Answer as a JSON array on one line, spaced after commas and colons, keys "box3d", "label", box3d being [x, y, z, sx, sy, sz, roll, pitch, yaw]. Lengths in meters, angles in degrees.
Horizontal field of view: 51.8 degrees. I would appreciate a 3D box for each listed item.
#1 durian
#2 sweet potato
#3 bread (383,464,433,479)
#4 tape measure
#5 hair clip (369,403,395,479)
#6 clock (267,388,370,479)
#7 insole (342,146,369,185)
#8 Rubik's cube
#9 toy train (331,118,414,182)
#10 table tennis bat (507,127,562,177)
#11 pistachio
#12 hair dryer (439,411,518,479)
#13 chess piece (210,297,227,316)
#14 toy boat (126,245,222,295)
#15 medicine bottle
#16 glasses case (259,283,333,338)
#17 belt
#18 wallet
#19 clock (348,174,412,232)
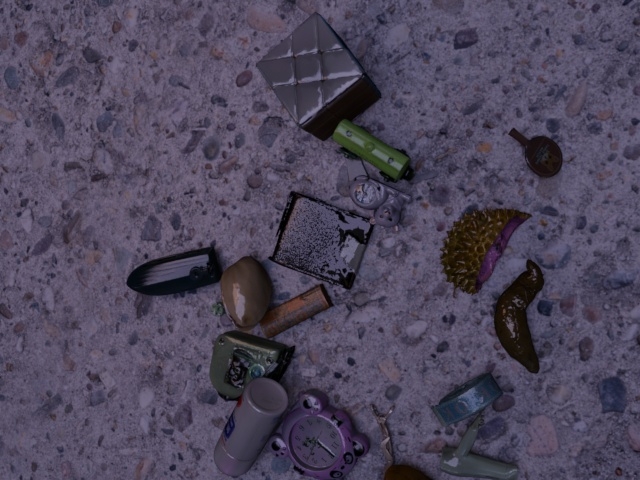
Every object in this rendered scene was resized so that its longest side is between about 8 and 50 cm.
[{"box3d": [0.407, 0.012, 1.754, 0.186, 0.154, 0.260, 20, 89, 40], "label": "durian"}, {"box3d": [0.518, 0.200, 1.728, 0.124, 0.098, 0.310, 1, 95, 9], "label": "sweet potato"}, {"box3d": [0.268, 0.726, 1.762, 0.270, 0.195, 0.142, 38, 111, 15], "label": "bread"}, {"box3d": [-0.207, 0.383, 1.938, 0.235, 0.115, 0.207, 13, 92, 16], "label": "tape measure"}, {"box3d": [0.190, 0.571, 1.863, 0.072, 0.034, 0.226, -8, 89, 16], "label": "hair clip"}, {"box3d": [-0.001, 0.577, 1.894, 0.248, 0.090, 0.227, 37, 101, 11], "label": "clock"}, {"box3d": [0.103, -0.201, 1.886, 0.063, 0.010, 0.192, -16, 86, 15], "label": "insole"}, {"box3d": [0.002, -0.436, 1.800, 0.221, 0.224, 0.231, -37, 80, 13], "label": "Rubik's cube"}, {"box3d": [0.142, -0.242, 1.790, 0.253, 0.157, 0.105, 34, 95, 10], "label": "toy train"}, {"box3d": [0.544, -0.228, 1.757, 0.170, 0.119, 0.107, 36, 75, -9], "label": "table tennis bat"}, {"box3d": [-0.218, 0.149, 1.916, 0.152, 0.126, 0.223, 11, 64, -18], "label": "pistachio"}, {"box3d": [0.427, 0.540, 1.732, 0.206, 0.075, 0.237, 8, 124, 11], "label": "hair dryer"}, {"box3d": [-0.287, 0.199, 1.962, 0.067, 0.103, 0.067, 0, 91, 17], "label": "chess piece"}, {"box3d": [-0.447, 0.100, 1.996, 0.296, 0.122, 0.114, -12, 107, 7], "label": "toy boat"}, {"box3d": [-0.209, 0.547, 1.887, 0.130, 0.130, 0.341, 36, 125, 13], "label": "medicine bottle"}, {"box3d": [-0.075, 0.208, 1.927, 0.218, 0.049, 0.075, -28, 84, 15], "label": "glasses case"}, {"box3d": [0.398, 0.421, 1.744, 0.163, 0.148, 0.082, -39, 77, 43], "label": "belt"}, {"box3d": [0.000, 0.000, 1.895, 0.262, 0.071, 0.221, 21, 96, 8], "label": "wallet"}, {"box3d": [0.154, -0.104, 1.830, 0.176, 0.080, 0.117, 25, 98, 2], "label": "clock"}]
